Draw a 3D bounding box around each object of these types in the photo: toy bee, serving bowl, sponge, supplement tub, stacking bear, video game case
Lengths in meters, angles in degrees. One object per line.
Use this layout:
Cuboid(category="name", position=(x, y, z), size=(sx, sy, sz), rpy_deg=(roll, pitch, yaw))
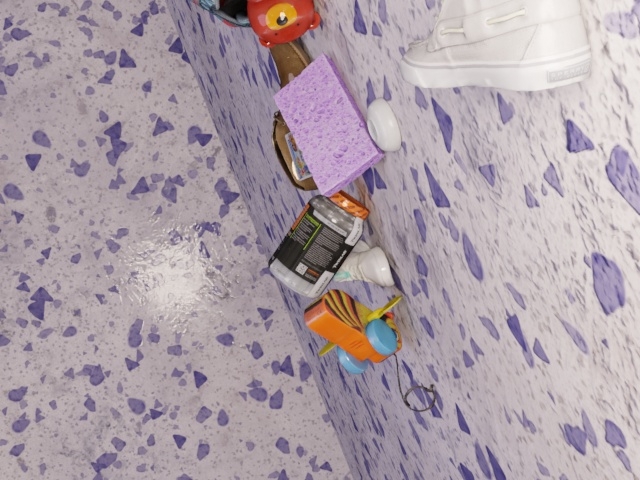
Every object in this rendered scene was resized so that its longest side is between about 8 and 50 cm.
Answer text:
Cuboid(category="toy bee", position=(0.085, 0.181, 1.588), size=(0.162, 0.195, 0.298), rpy_deg=(-85, -28, -55))
Cuboid(category="serving bowl", position=(0.088, -0.166, 1.236), size=(0.083, 0.027, 0.083), rpy_deg=(158, 90, -78))
Cuboid(category="sponge", position=(0.010, -0.188, 1.362), size=(0.031, 0.117, 0.210), rpy_deg=(14, -135, -58))
Cuboid(category="supplement tub", position=(0.000, 0.000, 1.527), size=(0.117, 0.190, 0.117), rpy_deg=(34, -170, -7))
Cuboid(category="stacking bear", position=(-0.097, -0.440, 1.299), size=(0.164, 0.175, 0.289), rpy_deg=(-110, -4, -60))
Cuboid(category="video game case", position=(-0.021, -0.156, 1.454), size=(0.122, 0.011, 0.087), rpy_deg=(-15, 94, 63))

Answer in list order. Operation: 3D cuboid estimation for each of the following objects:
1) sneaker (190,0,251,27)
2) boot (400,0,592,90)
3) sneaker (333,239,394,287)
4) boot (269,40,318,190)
Cuboid(category="sneaker", position=(-0.138, -0.407, 1.463), size=(0.125, 0.104, 0.262), rpy_deg=(41, -159, 24))
Cuboid(category="boot", position=(0.145, -0.206, 0.759), size=(0.258, 0.095, 0.123), rpy_deg=(24, 129, 63))
Cuboid(category="sneaker", position=(0.070, 0.055, 1.581), size=(0.212, 0.094, 0.080), rpy_deg=(-153, 44, -74))
Cuboid(category="boot", position=(-0.047, -0.237, 1.542), size=(0.112, 0.115, 0.305), rpy_deg=(139, 110, -81))
